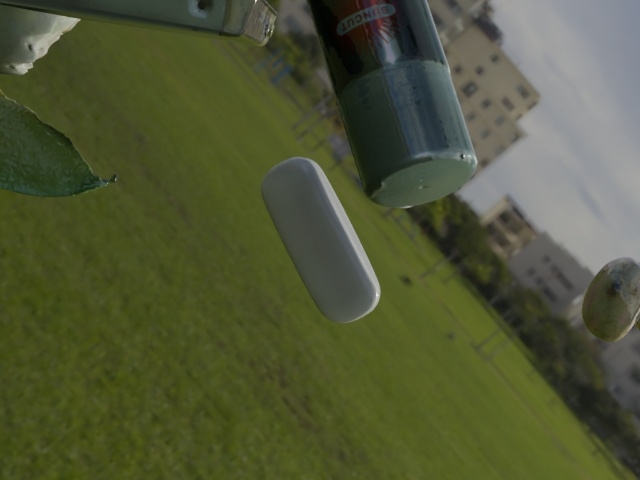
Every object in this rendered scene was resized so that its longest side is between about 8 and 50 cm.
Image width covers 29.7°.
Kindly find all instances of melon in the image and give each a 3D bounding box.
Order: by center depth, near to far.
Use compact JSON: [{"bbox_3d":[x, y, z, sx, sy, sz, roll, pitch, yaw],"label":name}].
[{"bbox_3d":[-0.346,-0.112,1.366,0.262,0.114,0.053,25,-2,9],"label":"melon"}]

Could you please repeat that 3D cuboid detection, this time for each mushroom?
[{"bbox_3d":[0.286,0.058,1.149,0.067,0.083,0.083,36,4,5],"label":"mushroom"}]

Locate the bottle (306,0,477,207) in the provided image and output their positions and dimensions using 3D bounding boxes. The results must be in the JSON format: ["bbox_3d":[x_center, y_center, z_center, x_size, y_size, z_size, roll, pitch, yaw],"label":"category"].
[{"bbox_3d":[0.034,-0.163,0.851,0.082,0.082,0.286,40,32,-65],"label":"bottle"}]

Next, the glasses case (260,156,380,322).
[{"bbox_3d":[0.000,0.000,1.358,0.197,0.076,0.049,62,17,-1],"label":"glasses case"}]

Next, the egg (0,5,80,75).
[{"bbox_3d":[-0.309,-0.264,1.095,0.217,0.183,0.183,44,6,-12],"label":"egg"}]

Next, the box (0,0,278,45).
[{"bbox_3d":[-0.139,-0.179,0.885,0.211,0.045,0.270,10,8,1],"label":"box"}]
